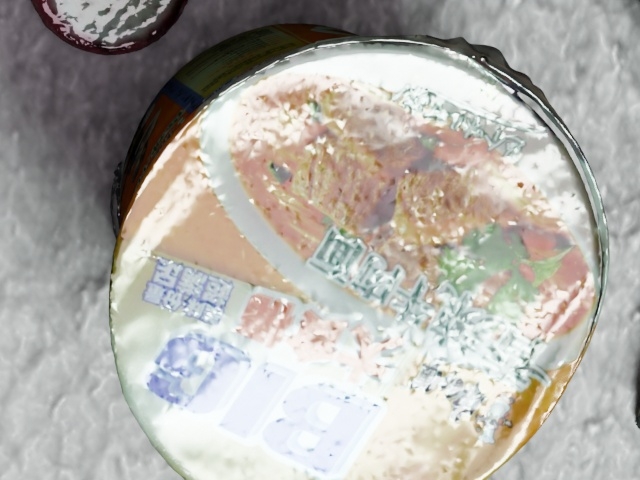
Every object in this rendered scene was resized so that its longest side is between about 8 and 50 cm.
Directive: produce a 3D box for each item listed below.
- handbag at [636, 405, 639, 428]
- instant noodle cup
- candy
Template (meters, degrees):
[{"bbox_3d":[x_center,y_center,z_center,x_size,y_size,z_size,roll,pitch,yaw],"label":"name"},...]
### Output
[{"bbox_3d":[0.345,0.100,1.309,0.270,0.088,0.175,23,92,-19],"label":"handbag"},{"bbox_3d":[0.000,0.000,1.116,0.296,0.214,0.296,-4,107,-13],"label":"instant noodle cup"},{"bbox_3d":[-0.128,-0.164,1.126,0.103,0.043,0.103,-4,108,-13],"label":"candy"}]
